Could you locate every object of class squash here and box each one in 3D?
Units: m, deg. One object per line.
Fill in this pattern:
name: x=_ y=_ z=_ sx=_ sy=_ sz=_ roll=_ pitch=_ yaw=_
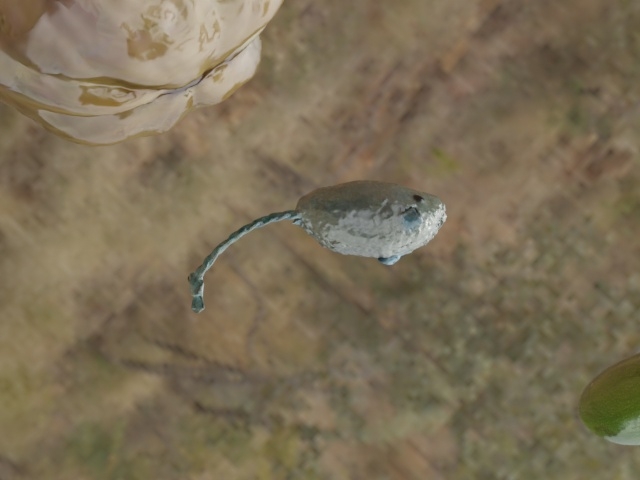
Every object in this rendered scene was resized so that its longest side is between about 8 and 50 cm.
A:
squash: x=0.311 y=0.114 z=1.481 sx=0.082 sy=0.082 sz=0.292 roll=-36 pitch=180 yaw=-34

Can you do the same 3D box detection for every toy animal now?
toy animal: x=-0.006 y=-0.008 z=1.659 sx=0.253 sy=0.079 sz=0.070 roll=-13 pitch=137 yaw=-9

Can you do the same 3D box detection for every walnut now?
walnut: x=-0.180 y=-0.250 z=1.357 sx=0.306 sy=0.344 sz=0.306 roll=-38 pitch=172 yaw=-6
